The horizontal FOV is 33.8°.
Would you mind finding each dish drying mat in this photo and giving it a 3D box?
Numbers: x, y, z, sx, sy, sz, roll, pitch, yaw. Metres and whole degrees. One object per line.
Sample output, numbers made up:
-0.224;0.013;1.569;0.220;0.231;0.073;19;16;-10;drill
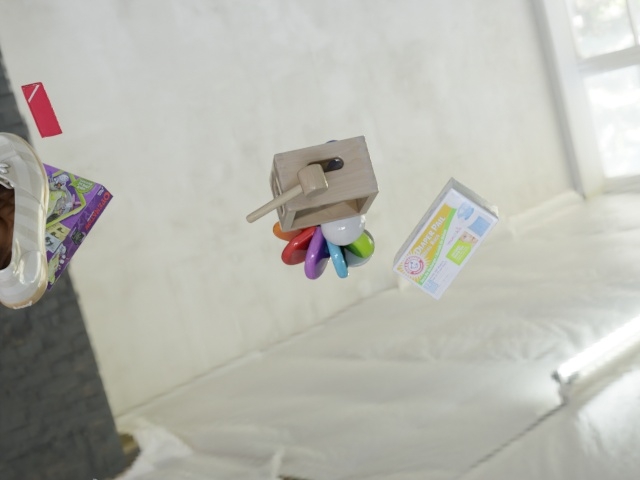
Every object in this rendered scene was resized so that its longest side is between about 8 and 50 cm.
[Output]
-0.388;-0.181;1.467;0.032;0.083;0.008;-13;-145;1;dish drying mat

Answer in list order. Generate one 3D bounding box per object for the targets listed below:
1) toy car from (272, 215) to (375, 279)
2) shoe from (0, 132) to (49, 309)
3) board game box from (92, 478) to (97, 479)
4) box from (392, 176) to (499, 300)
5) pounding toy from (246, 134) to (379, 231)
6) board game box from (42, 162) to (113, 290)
0.000;0.000;1.809;0.182;0.136;0.159;27;165;21;toy car
-0.318;-0.034;1.066;0.076;0.219;0.058;-23;145;6;shoe
-0.309;0.431;1.493;0.026;0.103;0.154;-8;-125;63;board game box
0.241;-0.004;2.044;0.203;0.114;0.103;-56;-177;17;box
-0.021;-0.084;1.414;0.181;0.094;0.206;-13;169;-9;pounding toy
-0.559;-0.053;1.911;0.346;0.208;0.056;20;164;33;board game box
